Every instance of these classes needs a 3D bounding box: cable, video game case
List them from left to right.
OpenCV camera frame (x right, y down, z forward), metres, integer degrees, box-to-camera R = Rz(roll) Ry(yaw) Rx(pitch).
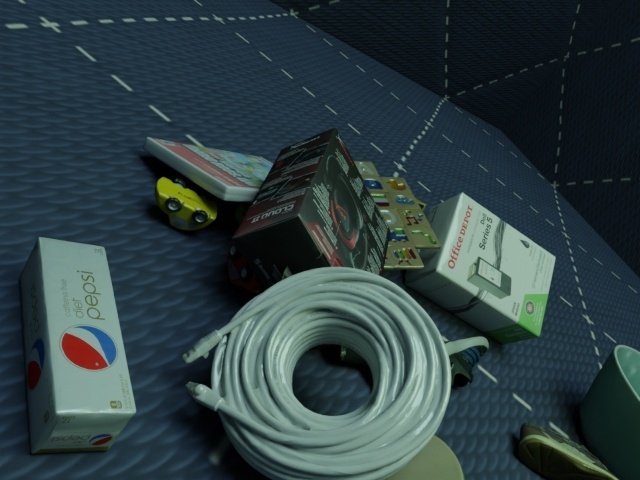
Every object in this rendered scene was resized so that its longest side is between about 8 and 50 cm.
[{"bbox_3d":[-0.131,-0.113,1.018,0.204,0.025,0.285,31,17,30],"label":"video game case"},{"bbox_3d":[0.011,0.151,0.662,0.257,0.089,0.257,37,63,26],"label":"cable"}]

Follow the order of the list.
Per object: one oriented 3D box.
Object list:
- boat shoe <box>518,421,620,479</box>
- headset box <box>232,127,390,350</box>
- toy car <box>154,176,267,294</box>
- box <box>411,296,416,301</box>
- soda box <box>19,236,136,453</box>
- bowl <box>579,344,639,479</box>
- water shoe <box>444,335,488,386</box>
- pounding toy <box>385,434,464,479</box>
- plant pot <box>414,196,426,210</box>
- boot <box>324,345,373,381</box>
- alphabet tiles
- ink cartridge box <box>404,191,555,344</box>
[{"bbox_3d":[0.430,0.377,0.990,0.224,0.080,0.073,31,33,-5],"label":"boat shoe"},{"bbox_3d":[0.000,0.000,0.875,0.218,0.110,0.293,59,27,-26],"label":"headset box"},{"bbox_3d":[-0.130,-0.019,0.932,0.239,0.053,0.225,43,27,6],"label":"toy car"},{"bbox_3d":[0.159,0.134,1.092,0.067,0.018,0.083,20,32,-32],"label":"box"},{"bbox_3d":[-0.248,0.098,0.588,0.074,0.069,0.216,13,36,-40],"label":"soda box"},{"bbox_3d":[0.636,0.376,1.154,0.312,0.163,0.311,29,29,-18],"label":"bowl"},{"bbox_3d":[0.237,0.216,1.032,0.203,0.073,0.080,4,70,-49],"label":"water shoe"},{"bbox_3d":[0.087,0.308,0.625,0.183,0.110,0.237,-29,28,-31],"label":"pounding toy"},{"bbox_3d":[0.177,-0.079,1.379,0.082,0.081,0.083,12,27,-41],"label":"plant pot"},{"bbox_3d":[0.062,0.178,0.876,0.099,0.045,0.121,22,24,-34],"label":"boot"},{"bbox_3d":[0.070,-0.062,1.170,0.285,0.011,0.342,0,41,-17],"label":"alphabet tiles"},{"bbox_3d":[0.335,0.061,1.227,0.273,0.115,0.198,31,62,-15],"label":"ink cartridge box"}]
